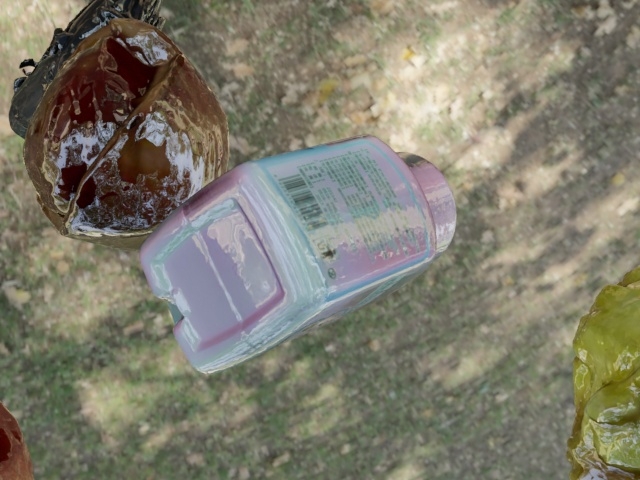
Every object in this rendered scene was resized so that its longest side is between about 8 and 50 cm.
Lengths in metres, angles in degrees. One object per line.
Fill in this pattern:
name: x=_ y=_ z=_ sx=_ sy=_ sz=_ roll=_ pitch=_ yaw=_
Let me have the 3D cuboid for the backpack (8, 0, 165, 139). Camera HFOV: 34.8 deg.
backpack: x=-0.262 y=-0.213 z=1.202 sx=0.133 sy=0.258 sz=0.206 roll=37 pitch=147 yaw=-16

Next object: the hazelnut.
hazelnut: x=-0.163 y=-0.078 z=0.809 sx=0.170 sy=0.201 sz=0.160 roll=-53 pitch=142 yaw=-12

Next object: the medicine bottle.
medicine bottle: x=0.000 y=0.000 z=0.614 sx=0.119 sy=0.094 sz=0.188 roll=-34 pitch=171 yaw=40

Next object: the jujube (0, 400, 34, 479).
jujube: x=-0.296 y=0.135 z=0.602 sx=0.250 sy=0.174 sz=0.174 roll=19 pitch=127 yaw=11

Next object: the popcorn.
popcorn: x=0.244 y=0.104 z=0.658 sx=0.155 sy=0.198 sz=0.198 roll=-7 pitch=130 yaw=-32
